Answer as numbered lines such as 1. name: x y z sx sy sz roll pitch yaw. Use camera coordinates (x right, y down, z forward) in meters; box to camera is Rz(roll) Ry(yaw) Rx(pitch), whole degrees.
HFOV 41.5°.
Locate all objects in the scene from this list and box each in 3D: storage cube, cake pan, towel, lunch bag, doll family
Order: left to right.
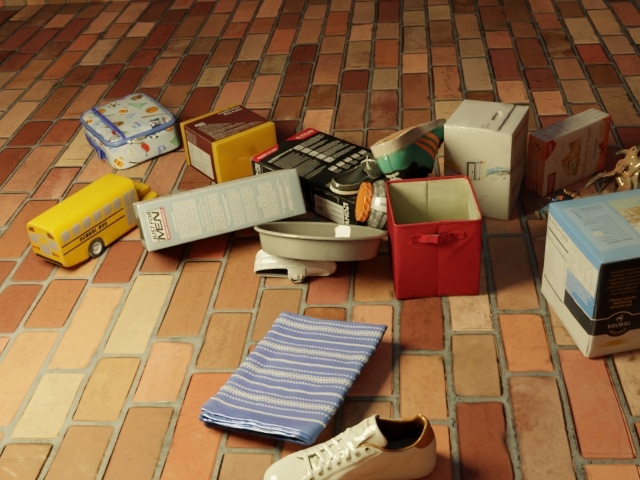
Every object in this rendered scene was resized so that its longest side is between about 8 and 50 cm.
1. lunch bag: -0.564 -0.322 2.475 0.243 0.115 0.303 -24 36 -24
2. towel: -0.047 0.242 1.566 0.243 0.040 0.336 4 33 29
3. cake pan: 0.000 0.000 1.845 0.293 0.054 0.293 3 7 0
4. storage cube: 0.240 -0.008 1.806 0.183 0.193 0.215 -4 32 1
5. doll family: 0.593 -0.073 1.967 0.111 0.076 0.193 -40 48 -15

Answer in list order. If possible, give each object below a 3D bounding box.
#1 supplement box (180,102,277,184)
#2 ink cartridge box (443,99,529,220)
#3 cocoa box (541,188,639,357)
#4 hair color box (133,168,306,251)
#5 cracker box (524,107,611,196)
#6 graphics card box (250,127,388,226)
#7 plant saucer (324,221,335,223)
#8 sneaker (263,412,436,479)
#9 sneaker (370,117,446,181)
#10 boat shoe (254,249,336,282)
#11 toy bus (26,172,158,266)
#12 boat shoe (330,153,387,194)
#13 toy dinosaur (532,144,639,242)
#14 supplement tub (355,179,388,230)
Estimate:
1. supplement box: -0.251 -0.267 2.329 0.191 0.129 0.194 -26 39 -29
2. ink cartridge box: 0.400 -0.199 2.044 0.168 0.233 0.171 11 36 23
3. cocoa box: 0.638 0.046 1.636 0.347 0.228 0.231 -9 33 -7
4. hair color box: -0.242 -0.076 1.989 0.374 0.114 0.185 -14 7 -14
5. cracker box: 0.623 -0.223 2.124 0.232 0.156 0.067 -23 38 -25
6. graphics card box: 0.028 -0.166 2.169 0.371 0.094 0.233 24 42 37
7. plant saucer: 0.012 -0.017 2.014 0.083 0.013 0.083 -4 32 2
8. sneaker: 0.044 0.337 1.363 0.290 0.123 0.106 -12 35 -9
9. sneaker: 0.220 -0.201 1.963 0.108 0.121 0.302 -13 11 38
10. boat shoe: -0.058 0.062 1.862 0.184 0.066 0.063 10 60 7
11. toy bus: -0.541 -0.059 2.043 0.108 0.130 0.332 16 38 29
12. boat shoe: 0.120 -0.176 2.025 0.233 0.079 0.084 -24 42 -25
13. toy dinosaur: 0.591 -0.067 1.834 0.295 0.127 0.200 -22 53 9
14. supplement tub: 0.183 -0.076 1.949 0.190 0.117 0.117 9 31 -10
